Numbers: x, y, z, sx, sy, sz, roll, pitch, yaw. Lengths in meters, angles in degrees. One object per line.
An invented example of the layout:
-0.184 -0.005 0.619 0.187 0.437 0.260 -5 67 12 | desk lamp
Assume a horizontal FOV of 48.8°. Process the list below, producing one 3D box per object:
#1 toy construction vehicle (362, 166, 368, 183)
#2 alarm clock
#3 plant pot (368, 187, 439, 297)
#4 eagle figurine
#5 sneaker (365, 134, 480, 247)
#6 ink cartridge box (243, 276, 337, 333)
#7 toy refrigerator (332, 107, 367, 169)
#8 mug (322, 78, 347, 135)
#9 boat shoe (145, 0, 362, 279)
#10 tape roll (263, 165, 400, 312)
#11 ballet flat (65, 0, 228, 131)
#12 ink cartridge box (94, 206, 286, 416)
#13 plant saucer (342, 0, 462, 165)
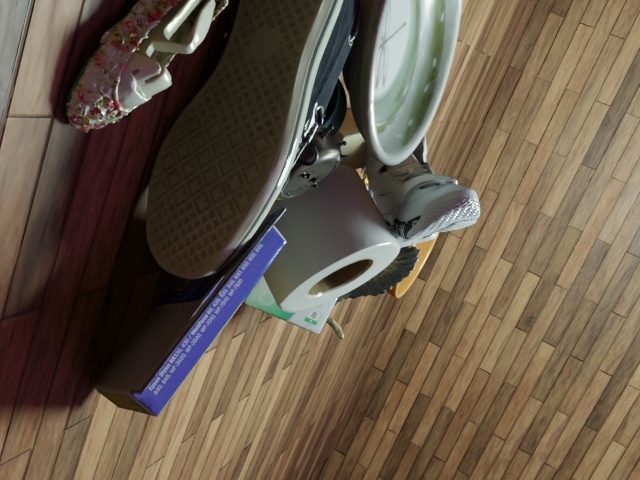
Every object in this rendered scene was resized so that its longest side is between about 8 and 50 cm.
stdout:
0.140 -0.189 1.805 0.086 0.035 0.098 -54 161 -27 | toy construction vehicle
-0.047 -0.103 1.076 0.192 0.064 0.129 -30 169 9 | alarm clock
0.190 -0.017 1.926 0.291 0.203 0.291 -52 160 -28 | plant pot
0.042 0.048 1.566 0.298 0.226 0.225 -48 -156 39 | eagle figurine
0.172 -0.105 1.317 0.137 0.210 0.366 -14 175 -11 | sneaker
-0.035 0.057 1.439 0.225 0.181 0.056 -63 -159 5 | ink cartridge box
0.041 -0.194 1.396 0.269 0.102 0.094 -28 142 -63 | toy refrigerator
-0.034 -0.211 1.127 0.157 0.129 0.097 -27 170 10 | mug
-0.076 -0.175 0.954 0.500 0.186 0.156 -67 157 -3 | boat shoe
0.000 0.000 1.285 0.246 0.169 0.246 -25 162 -8 | tape roll
-0.180 -0.211 0.765 0.241 0.077 0.091 -58 163 -12 | ballet flat
-0.177 0.106 1.004 0.304 0.072 0.307 -54 -161 -24 | ink cartridge box
0.124 -0.328 1.160 0.400 0.100 0.400 -48 148 -44 | plant saucer
